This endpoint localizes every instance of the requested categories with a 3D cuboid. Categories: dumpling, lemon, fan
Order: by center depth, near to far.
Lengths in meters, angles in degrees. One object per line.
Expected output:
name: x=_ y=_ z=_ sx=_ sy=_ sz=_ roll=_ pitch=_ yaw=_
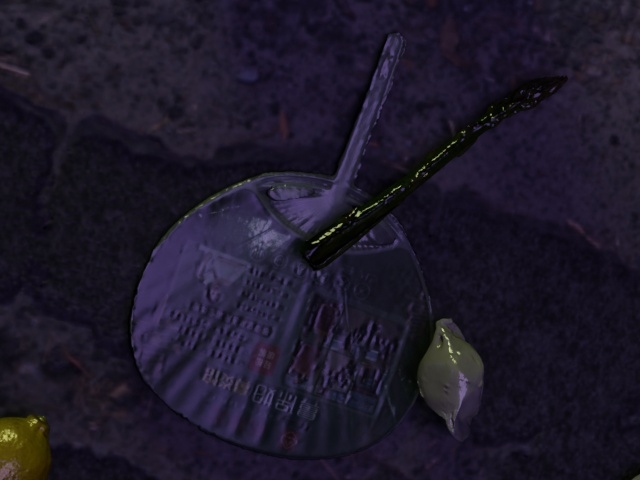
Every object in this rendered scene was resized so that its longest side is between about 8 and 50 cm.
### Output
lemon: x=-0.207 y=0.146 z=1.051 sx=0.062 sy=0.062 sz=0.083 roll=41 pitch=83 yaw=-18
fan: x=0.012 y=0.031 z=1.136 sx=0.294 sy=0.012 sz=0.223 roll=-42 pitch=107 yaw=-10
dumpling: x=0.099 y=0.099 z=1.148 sx=0.057 sy=0.076 sz=0.052 roll=5 pitch=132 yaw=-49

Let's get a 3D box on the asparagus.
asparagus: x=0.081 y=-0.053 z=1.134 sx=0.233 sy=0.022 sz=0.023 roll=-36 pitch=80 yaw=-11

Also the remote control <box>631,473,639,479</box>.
remote control: x=0.326 y=0.306 z=1.251 sx=0.109 sy=0.055 sz=0.313 roll=-22 pitch=103 yaw=-15
